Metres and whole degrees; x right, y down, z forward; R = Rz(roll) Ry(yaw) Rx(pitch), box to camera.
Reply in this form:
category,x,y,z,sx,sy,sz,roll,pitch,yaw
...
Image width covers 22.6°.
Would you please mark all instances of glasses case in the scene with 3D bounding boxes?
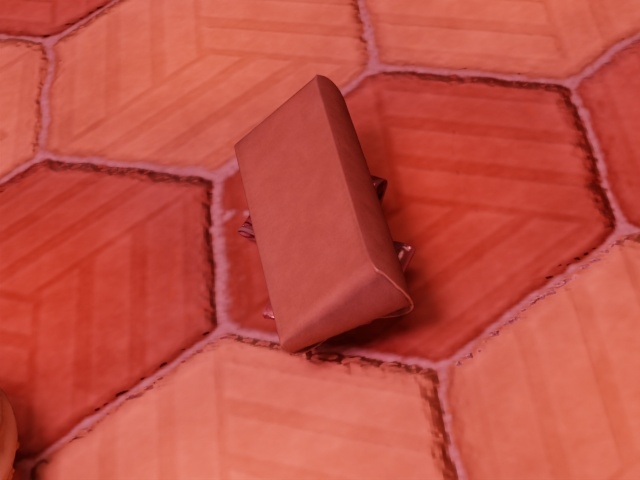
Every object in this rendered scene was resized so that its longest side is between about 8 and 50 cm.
category,x,y,z,sx,sy,sz,roll,pitch,yaw
glasses case,0.000,0.000,0.977,0.102,0.070,0.193,-39,39,20

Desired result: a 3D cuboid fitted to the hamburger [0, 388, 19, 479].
category,x,y,z,sx,sy,sz,roll,pitch,yaw
hamburger,-0.278,0.123,0.910,0.210,0.116,0.173,2,37,29
